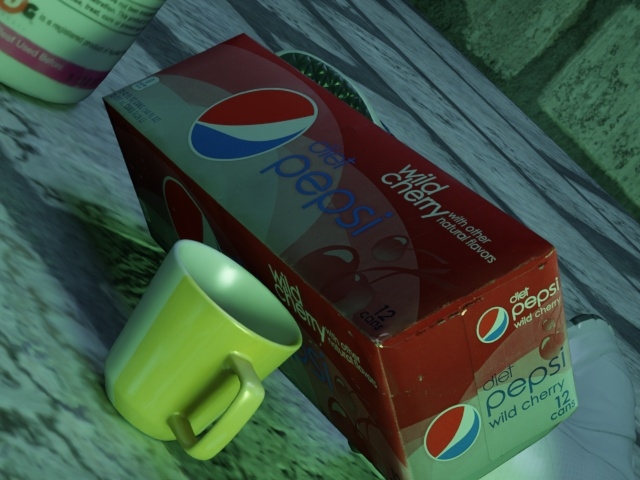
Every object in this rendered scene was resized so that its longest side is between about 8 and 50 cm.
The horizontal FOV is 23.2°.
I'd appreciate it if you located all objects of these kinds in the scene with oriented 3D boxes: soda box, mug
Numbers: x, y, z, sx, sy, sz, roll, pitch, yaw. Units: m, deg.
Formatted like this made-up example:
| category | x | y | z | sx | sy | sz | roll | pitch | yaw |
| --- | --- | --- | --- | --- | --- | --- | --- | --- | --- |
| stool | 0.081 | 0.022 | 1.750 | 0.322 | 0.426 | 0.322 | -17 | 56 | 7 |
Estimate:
| category | x | y | z | sx | sy | sz | roll | pitch | yaw |
| --- | --- | --- | --- | --- | --- | --- | --- | --- | --- |
| soda box | 0.000 | 0.000 | 0.686 | 0.263 | 0.083 | 0.092 | 40 | -29 | 50 |
| mug | -0.052 | 0.045 | 0.597 | 0.062 | 0.064 | 0.078 | 40 | 13 | -3 |

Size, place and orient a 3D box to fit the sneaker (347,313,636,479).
| category | x | y | z | sx | sy | sz | roll | pitch | yaw |
| --- | --- | --- | --- | --- | --- | --- | --- | --- | --- |
| sneaker | 0.110 | 0.117 | 0.795 | 0.129 | 0.111 | 0.297 | 57 | 21 | 10 |

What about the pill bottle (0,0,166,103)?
| category | x | y | z | sx | sy | sz | roll | pitch | yaw |
| --- | --- | --- | --- | --- | --- | --- | --- | --- | --- |
| pill bottle | -0.109 | -0.228 | 0.850 | 0.160 | 0.283 | 0.160 | 38 | 13 | -11 |

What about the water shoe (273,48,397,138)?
| category | x | y | z | sx | sy | sz | roll | pitch | yaw |
| --- | --- | --- | --- | --- | --- | --- | --- | --- | --- |
| water shoe | 0.025 | -0.063 | 1.215 | 0.203 | 0.073 | 0.080 | 44 | -9 | -4 |
